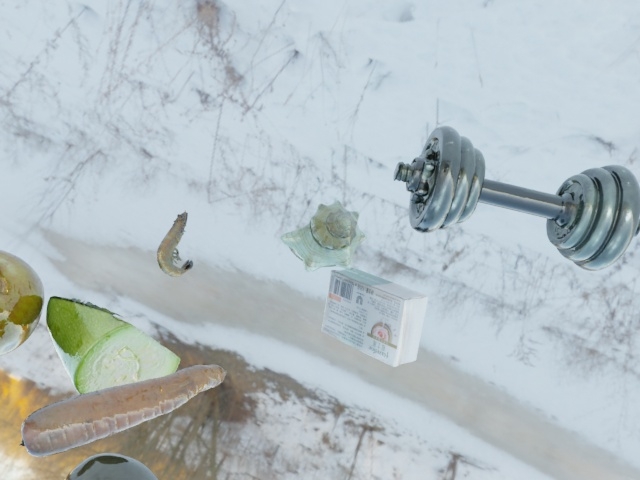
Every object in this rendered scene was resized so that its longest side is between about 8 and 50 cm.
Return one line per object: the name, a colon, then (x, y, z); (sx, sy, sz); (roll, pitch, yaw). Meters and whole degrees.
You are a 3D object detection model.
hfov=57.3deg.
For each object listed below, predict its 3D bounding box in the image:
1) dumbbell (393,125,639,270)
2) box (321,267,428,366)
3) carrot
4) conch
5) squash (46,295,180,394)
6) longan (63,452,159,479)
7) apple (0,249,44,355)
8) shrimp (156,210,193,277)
dumbbell: (0.316, -0.066, 0.936); (0.407, 0.179, 0.179); (13, 156, -4)
box: (0.102, 0.145, 1.150); (0.081, 0.135, 0.199); (-3, -163, -43)
carrot: (-0.219, 0.190, 0.688); (0.248, 0.059, 0.059); (-12, 176, -32)
conch: (0.001, 0.008, 1.057); (0.137, 0.114, 0.234); (0, 152, -37)
squash: (-0.509, 0.212, 1.372); (0.309, 0.210, 0.233); (44, 175, 44)
longan: (-0.401, 0.541, 1.117); (0.246, 0.245, 0.215); (1, 163, 43)
apple: (-0.772, 0.138, 1.343); (0.265, 0.264, 0.264); (21, 155, 10)
shrimp: (-0.362, 0.015, 1.532); (0.034, 0.178, 0.124); (-5, 140, 30)
